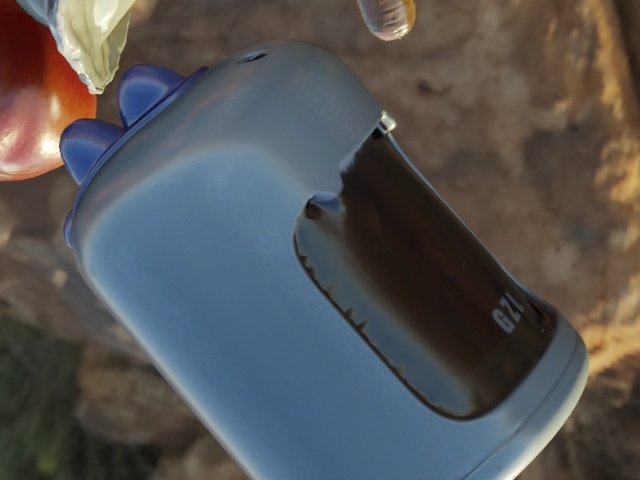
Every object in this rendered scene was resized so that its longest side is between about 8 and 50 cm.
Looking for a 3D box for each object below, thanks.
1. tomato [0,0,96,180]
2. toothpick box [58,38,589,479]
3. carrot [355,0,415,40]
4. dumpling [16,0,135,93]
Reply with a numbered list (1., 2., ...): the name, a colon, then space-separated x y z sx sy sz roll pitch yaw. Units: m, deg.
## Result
1. tomato: -0.401 -0.180 2.189 0.298 0.226 0.298 -4 176 0
2. toothpick box: -0.023 0.028 1.317 0.355 0.263 0.263 50 141 -8
3. carrot: 0.041 -0.303 1.871 0.059 0.059 0.248 -1 122 29
4. dumpling: -0.255 -0.312 2.002 0.341 0.181 0.260 50 167 36
